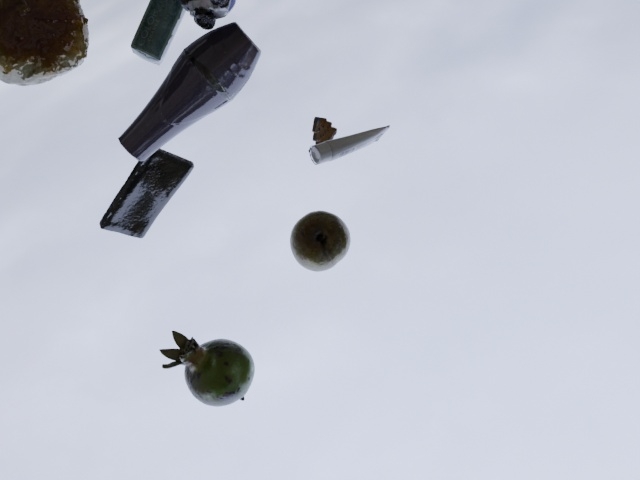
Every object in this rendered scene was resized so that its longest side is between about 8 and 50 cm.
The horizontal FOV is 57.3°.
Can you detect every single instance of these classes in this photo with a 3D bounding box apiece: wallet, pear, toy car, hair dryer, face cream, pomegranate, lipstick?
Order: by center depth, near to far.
[{"bbox_3d":[-0.180,-0.442,1.003,0.080,0.070,0.170,1,-107,29],"label":"toy car"},{"bbox_3d":[-0.252,-0.310,1.174,0.301,0.121,0.361,-40,-159,10],"label":"hair dryer"},{"bbox_3d":[-0.242,0.280,1.253,0.156,0.220,0.156,-17,-115,43],"label":"pomegranate"},{"bbox_3d":[-0.320,-0.521,1.260,0.289,0.078,0.076,-66,-163,-1],"label":"lipstick"},{"bbox_3d":[-0.412,-0.110,1.389,0.244,0.124,0.025,-51,-131,17],"label":"wallet"},{"bbox_3d":[0.000,0.000,1.573,0.167,0.136,0.167,1,-105,-3],"label":"pear"},{"bbox_3d":[0.085,-0.277,1.684,0.244,0.058,0.092,-21,170,-25],"label":"face cream"}]

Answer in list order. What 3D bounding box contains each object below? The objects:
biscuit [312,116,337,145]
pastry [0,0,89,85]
[{"bbox_3d":[0.009,-0.379,2.052,0.019,0.130,0.119,20,-117,41],"label":"biscuit"},{"bbox_3d":[-0.451,-0.332,0.878,0.182,0.192,0.093,-31,-162,-33],"label":"pastry"}]
